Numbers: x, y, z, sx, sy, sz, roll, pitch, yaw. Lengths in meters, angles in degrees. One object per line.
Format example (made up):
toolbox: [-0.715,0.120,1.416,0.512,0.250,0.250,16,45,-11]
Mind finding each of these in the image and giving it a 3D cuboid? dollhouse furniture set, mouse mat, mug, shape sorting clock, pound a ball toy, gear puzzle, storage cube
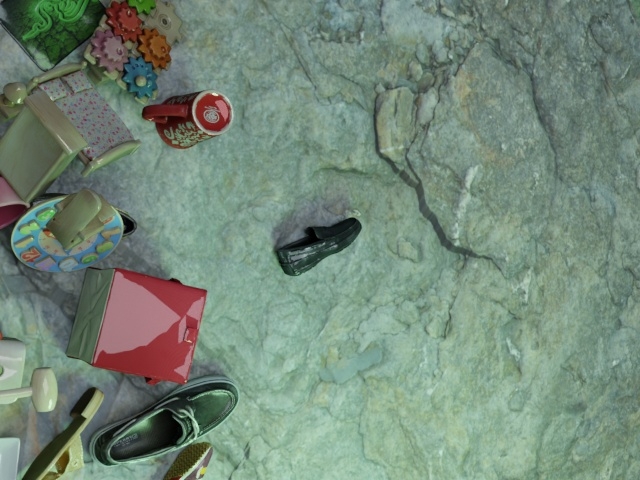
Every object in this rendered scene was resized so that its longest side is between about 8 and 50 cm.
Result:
dollhouse furniture set: [-0.389,-0.203,1.563,0.303,0.174,0.355,51,40,-2]
mouse mat: [-0.522,-0.442,1.697,0.189,0.007,0.152,-49,113,-23]
mug: [-0.266,-0.242,1.758,0.150,0.169,0.113,-26,104,-29]
shape sorting clock: [-0.473,-0.008,1.631,0.206,0.206,0.040,6,46,-32]
pound a ball toy: [-0.633,0.211,1.507,0.319,0.208,0.135,9,86,-31]
gear puzzle: [-0.340,-0.443,1.741,0.175,0.044,0.339,41,52,-36]
storage cube: [-0.360,0.164,1.690,0.193,0.184,0.215,18,81,-30]

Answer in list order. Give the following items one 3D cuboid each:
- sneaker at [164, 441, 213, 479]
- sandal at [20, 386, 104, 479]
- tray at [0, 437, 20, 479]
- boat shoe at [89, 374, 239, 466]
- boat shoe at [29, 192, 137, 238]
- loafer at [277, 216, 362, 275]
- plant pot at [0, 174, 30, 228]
sneaker: [-0.276,0.510,1.815,0.185,0.069,0.084,-52,123,-15]
sandal: [-0.477,0.404,1.675,0.079,0.088,0.240,44,62,-24]
tray: [-0.684,0.426,1.554,0.270,0.030,0.145,7,89,-33]
boat shoe: [-0.297,0.379,1.765,0.335,0.119,0.121,-24,102,-29]
boat shoe: [-0.471,-0.048,1.689,0.228,0.069,0.081,10,85,-31]
loafer: [0.000,0.000,1.975,0.223,0.076,0.078,-31,113,-24]
plant pot: [-0.641,-0.103,1.526,0.201,0.201,0.180,-22,85,-30]
